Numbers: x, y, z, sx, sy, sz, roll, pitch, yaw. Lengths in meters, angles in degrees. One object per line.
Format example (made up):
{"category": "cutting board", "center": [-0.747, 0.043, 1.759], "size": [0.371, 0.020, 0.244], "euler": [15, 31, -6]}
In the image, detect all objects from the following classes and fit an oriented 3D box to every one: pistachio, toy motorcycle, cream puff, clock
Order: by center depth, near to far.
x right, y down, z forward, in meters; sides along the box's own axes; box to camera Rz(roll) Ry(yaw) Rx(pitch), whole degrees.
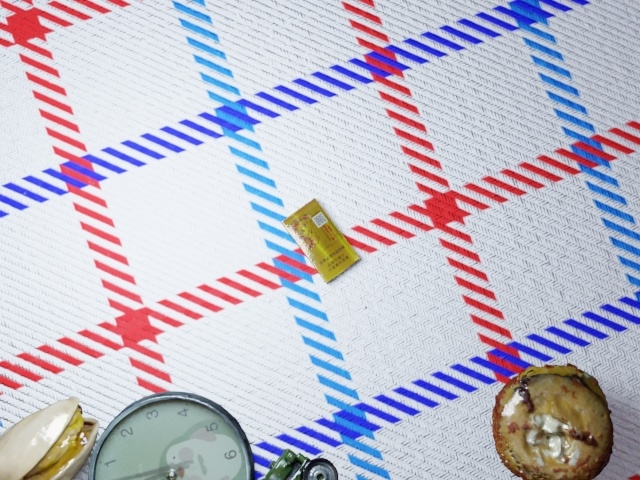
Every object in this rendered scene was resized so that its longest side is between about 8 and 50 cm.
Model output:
{"category": "pistachio", "center": [-0.522, 0.395, 1.665], "size": [0.229, 0.157, 0.157], "euler": [-41, 86, -13]}
{"category": "toy motorcycle", "center": [-0.051, 0.537, 1.670], "size": [0.205, 0.127, 0.275], "euler": [38, 79, 0]}
{"category": "clock", "center": [-0.285, 0.449, 1.701], "size": [0.319, 0.066, 0.318], "euler": [0, 83, -2]}
{"category": "cream puff", "center": [0.441, 0.351, 1.703], "size": [0.240, 0.164, 0.240], "euler": [0, 90, 10]}

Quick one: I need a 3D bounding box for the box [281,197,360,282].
{"category": "box", "center": [0.000, 0.000, 1.798], "size": [0.089, 0.022, 0.156], "euler": [-38, 85, -8]}
